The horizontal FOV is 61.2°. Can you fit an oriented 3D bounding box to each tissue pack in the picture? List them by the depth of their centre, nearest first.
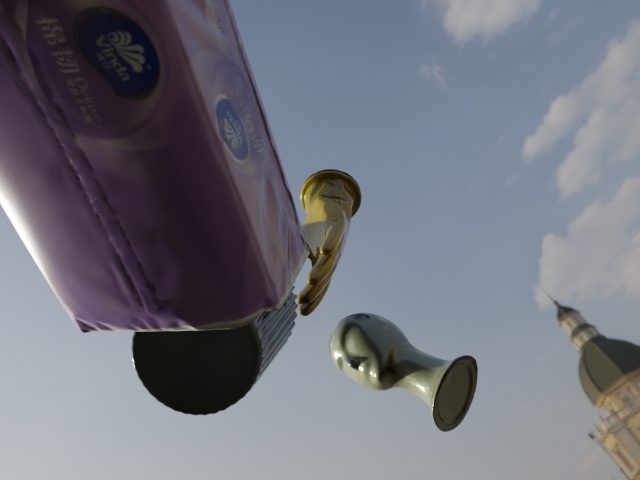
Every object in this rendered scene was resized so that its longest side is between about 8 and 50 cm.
[{"bbox_3d":[-0.176,-0.080,0.512,0.242,0.160,0.338,-9,-63,18],"label":"tissue pack"}]

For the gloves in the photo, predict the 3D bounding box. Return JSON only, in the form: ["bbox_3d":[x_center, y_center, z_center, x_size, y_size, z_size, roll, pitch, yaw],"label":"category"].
[{"bbox_3d":[0.000,-0.001,0.915,0.116,0.294,0.133,10,-53,3],"label":"gloves"}]

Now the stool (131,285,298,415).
[{"bbox_3d":[-0.212,0.182,1.145,0.298,0.330,0.296,1,-82,4],"label":"stool"}]

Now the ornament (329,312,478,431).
[{"bbox_3d":[0.069,0.118,0.526,0.081,0.156,0.074,-7,-73,-38],"label":"ornament"}]
